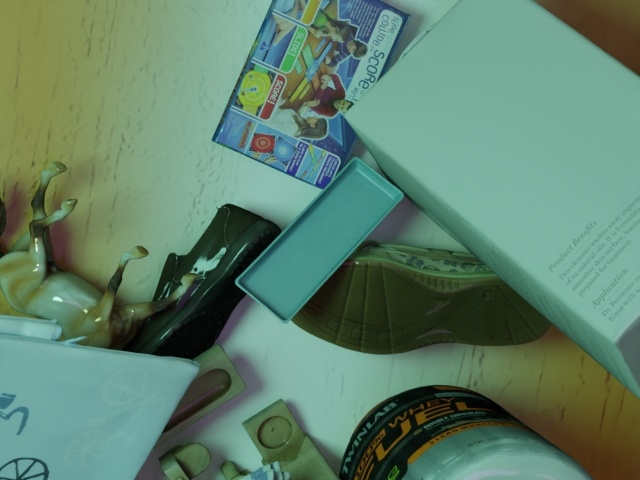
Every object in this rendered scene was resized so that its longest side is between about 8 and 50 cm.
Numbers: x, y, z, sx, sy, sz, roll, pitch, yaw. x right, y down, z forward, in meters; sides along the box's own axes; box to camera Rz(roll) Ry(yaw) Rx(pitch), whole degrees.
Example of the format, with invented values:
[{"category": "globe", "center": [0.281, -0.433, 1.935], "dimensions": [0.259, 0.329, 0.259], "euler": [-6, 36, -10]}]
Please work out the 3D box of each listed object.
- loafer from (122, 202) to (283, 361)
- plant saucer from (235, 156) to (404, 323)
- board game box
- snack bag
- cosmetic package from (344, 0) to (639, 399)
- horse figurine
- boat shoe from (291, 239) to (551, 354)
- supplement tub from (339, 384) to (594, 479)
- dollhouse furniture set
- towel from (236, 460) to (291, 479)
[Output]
[{"category": "loafer", "center": [-0.130, 0.053, 1.571], "dimensions": [0.220, 0.080, 0.078], "euler": [-47, 59, 3]}, {"category": "plant saucer", "center": [0.000, 0.000, 1.546], "dimensions": [0.067, 0.018, 0.192], "euler": [39, 67, 10]}, {"category": "board game box", "center": [-0.009, -0.166, 1.582], "dimensions": [0.136, 0.035, 0.201], "euler": [24, 91, -13]}, {"category": "snack bag", "center": [-0.307, 0.203, 1.445], "dimensions": [0.342, 0.037, 0.323], "euler": [11, 119, -38]}, {"category": "cosmetic package", "center": [0.230, -0.059, 1.472], "dimensions": [0.217, 0.385, 0.156], "euler": [-43, 144, -3]}, {"category": "horse figurine", "center": [-0.244, 0.040, 1.512], "dimensions": [0.263, 0.066, 0.174], "euler": [38, 117, 4]}, {"category": "boat shoe", "center": [0.098, 0.057, 1.613], "dimensions": [0.285, 0.089, 0.105], "euler": [6, 111, -9]}, {"category": "supplement tub", "center": [0.136, 0.259, 1.506], "dimensions": [0.207, 0.338, 0.207], "euler": [-1, 96, -12]}, {"category": "dollhouse furniture set", "center": [-0.087, 0.205, 1.547], "dimensions": [0.144, 0.123, 0.151], "euler": [-32, 115, -6]}, {"category": "towel", "center": [-0.146, 0.340, 1.463], "dimensions": [0.285, 0.209, 0.034], "euler": [-32, 115, 16]}]
